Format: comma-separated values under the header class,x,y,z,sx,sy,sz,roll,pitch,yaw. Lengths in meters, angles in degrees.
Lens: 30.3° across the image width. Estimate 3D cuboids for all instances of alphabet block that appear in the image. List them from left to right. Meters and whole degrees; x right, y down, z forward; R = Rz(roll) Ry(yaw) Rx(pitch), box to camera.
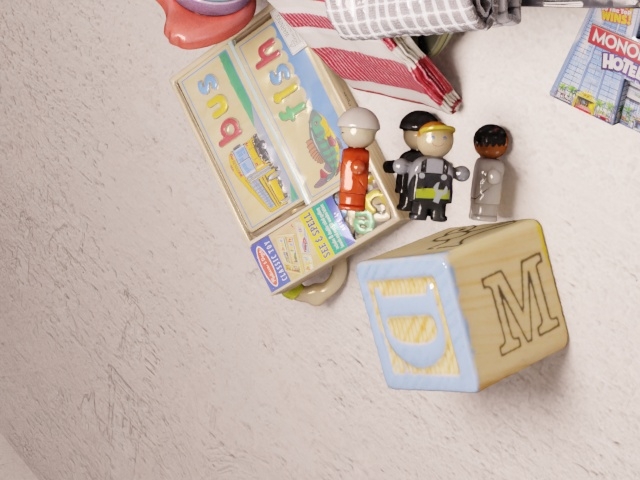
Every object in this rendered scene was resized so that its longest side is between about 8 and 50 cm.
class,x,y,z,sx,sy,sz,roll,pitch,yaw
alphabet block,0.198,0.090,1.652,0.192,0.197,0.193,-4,102,52

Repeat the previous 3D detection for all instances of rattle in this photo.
class,x,y,z,sx,sy,sz,roll,pitch,yaw
rattle,0.000,0.000,1.990,0.130,0.143,0.200,24,112,5

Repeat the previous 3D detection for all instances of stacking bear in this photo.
class,x,y,z,sx,sy,sz,roll,pitch,yaw
stacking bear,-0.153,-0.440,1.670,0.175,0.164,0.289,62,156,28

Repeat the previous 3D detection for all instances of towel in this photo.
class,x,y,z,sx,sy,sz,roll,pitch,yaw
towel,0.032,-0.287,1.640,0.237,0.037,0.329,21,167,45
towel,0.104,-0.374,1.344,0.235,0.121,0.284,4,104,48

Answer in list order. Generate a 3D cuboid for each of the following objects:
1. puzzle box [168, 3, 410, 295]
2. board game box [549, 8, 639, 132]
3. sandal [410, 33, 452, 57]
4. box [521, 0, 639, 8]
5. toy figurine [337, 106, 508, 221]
class,x,y,z,sx,sy,sz,roll,pitch,yaw
puzzle box,-0.056,-0.150,1.889,0.272,0.052,0.409,-32,80,28
board game box,0.381,-0.230,1.398,0.194,0.060,0.194,34,130,38
sandal,0.190,-0.361,1.553,0.120,0.086,0.303,60,146,15
box,0.250,-0.459,1.319,0.318,0.097,0.395,10,108,43
toy figurine,0.142,-0.107,1.628,0.209,0.213,0.148,10,97,45
